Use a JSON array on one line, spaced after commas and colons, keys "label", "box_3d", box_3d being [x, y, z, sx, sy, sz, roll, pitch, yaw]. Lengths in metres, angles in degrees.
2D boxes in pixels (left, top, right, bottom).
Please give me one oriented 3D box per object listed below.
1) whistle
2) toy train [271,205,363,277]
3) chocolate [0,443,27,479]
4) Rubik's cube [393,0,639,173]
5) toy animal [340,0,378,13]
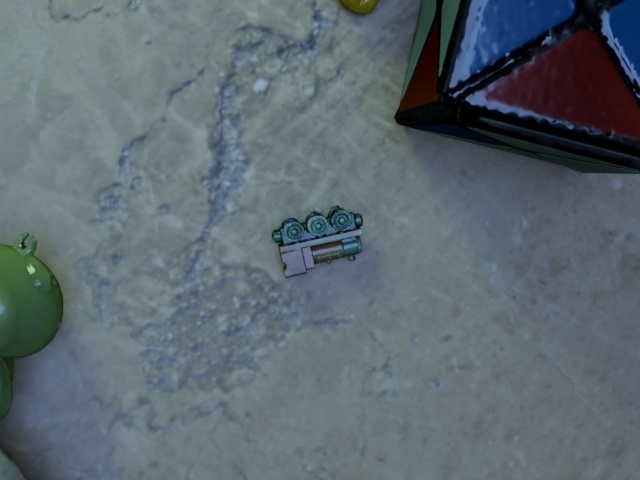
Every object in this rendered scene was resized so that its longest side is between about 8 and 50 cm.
[{"label": "whistle", "box_3d": [-0.356, 0.125, 1.158, 0.141, 0.141, 0.294, 20, 109, -8]}, {"label": "toy train", "box_3d": [0.000, 0.000, 1.227, 0.103, 0.044, 0.064, -14, 96, -5]}, {"label": "chocolate", "box_3d": [-0.357, 0.331, 1.124, 0.185, 0.100, 0.303, -28, 105, 17]}, {"label": "Rubik's cube", "box_3d": [0.236, -0.212, 1.152, 0.246, 0.250, 0.248, 14, 92, -8]}, {"label": "toy animal", "box_3d": [0.056, -0.297, 1.206, 0.114, 0.082, 0.091, -3, 93, -8]}]
